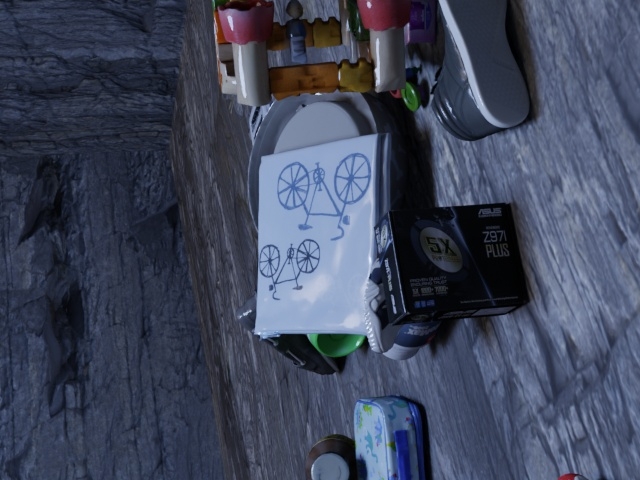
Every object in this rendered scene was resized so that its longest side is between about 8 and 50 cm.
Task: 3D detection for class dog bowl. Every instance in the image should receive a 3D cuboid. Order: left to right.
[{"bbox_3d":[0.015,-0.122,1.958,0.348,0.102,0.349,-9,77,47],"label":"dog bowl"}]

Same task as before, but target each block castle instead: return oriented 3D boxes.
[{"bbox_3d":[-0.030,-0.387,1.819,0.453,0.303,0.213,-107,12,-68],"label":"block castle"}]

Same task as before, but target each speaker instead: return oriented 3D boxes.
[{"bbox_3d":[0.001,0.107,2.239,0.296,0.131,0.131,-116,27,-53],"label":"speaker"}]

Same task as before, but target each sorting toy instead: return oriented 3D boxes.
[{"bbox_3d":[0.150,-0.259,1.810,0.102,0.042,0.061,45,153,49],"label":"sorting toy"}]

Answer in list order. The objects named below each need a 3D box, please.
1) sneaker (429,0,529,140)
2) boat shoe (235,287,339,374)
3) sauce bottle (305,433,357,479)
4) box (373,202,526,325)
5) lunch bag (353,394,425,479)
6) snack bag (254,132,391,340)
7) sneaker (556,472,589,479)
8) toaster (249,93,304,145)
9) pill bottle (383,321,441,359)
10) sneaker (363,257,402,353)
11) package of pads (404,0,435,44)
[{"bbox_3d":[0.194,-0.272,1.515,0.147,0.104,0.296,140,120,-64],"label":"sneaker"},{"bbox_3d":[-0.069,0.199,2.265,0.335,0.095,0.112,52,-172,-49],"label":"boat shoe"},{"bbox_3d":[0.027,0.435,2.098,0.344,0.111,0.111,78,-174,-83],"label":"sauce bottle"},{"bbox_3d":[0.179,0.032,1.509,0.077,0.180,0.147,127,137,-68],"label":"box"},{"bbox_3d":[0.126,0.390,1.937,0.176,0.090,0.219,164,102,-74],"label":"lunch bag"},{"bbox_3d":[0.000,0.000,1.856,0.323,0.037,0.343,-6,80,48],"label":"snack bag"},{"bbox_3d":[0.312,0.416,1.342,0.118,0.107,0.279,-84,-1,-71],"label":"sneaker"},{"bbox_3d":[-0.067,-0.254,2.350,0.227,0.146,0.129,120,142,-63],"label":"toaster"},{"bbox_3d":[0.147,0.115,1.771,0.180,0.108,0.108,107,154,-52],"label":"pill bottle"},{"bbox_3d":[0.158,0.066,1.621,0.094,0.153,0.235,71,-151,-43],"label":"sneaker"},{"bbox_3d":[0.156,-0.353,1.729,0.032,0.050,0.083,-147,54,-70],"label":"package of pads"}]
